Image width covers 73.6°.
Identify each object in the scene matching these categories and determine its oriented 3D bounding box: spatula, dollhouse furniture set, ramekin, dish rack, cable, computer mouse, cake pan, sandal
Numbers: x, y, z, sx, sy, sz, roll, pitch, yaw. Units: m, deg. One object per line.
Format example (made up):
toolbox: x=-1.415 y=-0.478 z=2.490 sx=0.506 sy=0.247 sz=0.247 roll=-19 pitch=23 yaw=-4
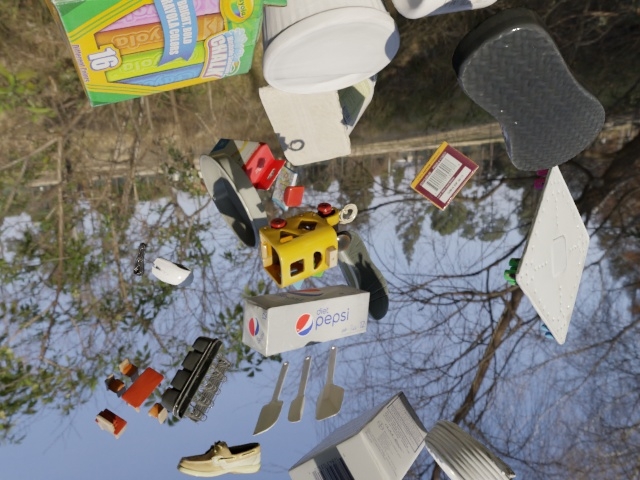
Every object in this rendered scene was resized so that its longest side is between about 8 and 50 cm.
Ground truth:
spatula: x=-0.031 y=0.290 z=0.856 sx=0.168 sy=0.019 sz=0.242 roll=-23 pitch=-170 yaw=11
dollhouse furniture set: x=-0.709 y=0.598 z=1.617 sx=0.261 sy=0.135 sz=0.259 roll=27 pitch=-135 yaw=9
ramekin: x=0.009 y=-0.402 z=0.830 sx=0.272 sy=0.127 sz=0.273 roll=-12 pitch=176 yaw=-1
dish rack: x=-0.313 y=0.390 z=1.161 sx=0.074 sy=0.272 sz=0.208 roll=17 pitch=-120 yaw=18
cable: x=0.351 y=0.531 z=0.973 sx=0.089 sy=0.257 sz=0.257 roll=-40 pitch=-147 yaw=-13
computer mouse: x=-0.487 y=0.088 z=1.327 sx=0.192 sy=0.106 sz=0.042 roll=21 pitch=-172 yaw=1
cake pan: x=-0.235 y=-0.112 z=1.181 sx=0.054 sy=0.293 sz=0.293 roll=-32 pitch=-154 yaw=-22
sandal: x=0.364 y=-0.250 z=0.730 sx=0.167 sy=0.107 sz=0.445 roll=-25 pitch=150 yaw=31

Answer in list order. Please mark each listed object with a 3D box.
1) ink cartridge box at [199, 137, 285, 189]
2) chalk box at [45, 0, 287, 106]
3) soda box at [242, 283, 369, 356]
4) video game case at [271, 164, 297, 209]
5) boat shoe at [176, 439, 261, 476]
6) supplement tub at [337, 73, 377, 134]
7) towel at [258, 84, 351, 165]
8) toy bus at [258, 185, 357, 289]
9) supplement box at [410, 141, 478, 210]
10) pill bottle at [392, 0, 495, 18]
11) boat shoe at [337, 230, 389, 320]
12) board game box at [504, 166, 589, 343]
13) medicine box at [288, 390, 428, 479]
ink cartridge box: x=-0.240 y=-0.238 z=1.329 sx=0.230 sy=0.078 sz=0.134 roll=11 pitch=-121 yaw=28
chalk box: x=-0.179 y=-0.318 z=0.526 sx=0.288 sy=0.180 sz=0.179 roll=-24 pitch=172 yaw=-22
soda box: x=-0.023 y=0.160 z=0.916 sx=0.286 sy=0.098 sz=0.091 roll=-3 pitch=-170 yaw=-42
video game case: x=-0.156 y=-0.229 z=1.832 sx=0.015 sy=0.166 sz=0.119 roll=-2 pitch=-151 yaw=-39
boat shoe: x=-0.156 y=0.340 z=0.674 sx=0.135 sy=0.045 sz=0.050 roll=15 pitch=167 yaw=-34
supplement tub: x=0.036 y=-0.476 z=1.430 sx=0.235 sy=0.235 sz=0.325 roll=9 pitch=-122 yaw=36
towel: x=-0.029 y=-0.308 z=1.117 sx=0.187 sy=0.049 sz=0.282 roll=-10 pitch=149 yaw=8
toy bus: x=-0.010 y=0.008 z=0.777 sx=0.191 sy=0.202 sz=0.104 roll=29 pitch=-171 yaw=-46
supplement box: x=0.246 y=-0.132 z=0.871 sx=0.080 sy=0.104 sz=0.188 roll=38 pitch=-165 yaw=5
pill bottle: x=0.237 y=-0.447 z=0.697 sx=0.229 sy=0.131 sz=0.131 roll=-18 pitch=-161 yaw=-19
boat shoe: x=0.134 y=0.124 z=1.477 sx=0.118 sy=0.321 sz=0.103 roll=-27 pitch=180 yaw=-29
board game box: x=0.678 y=0.045 z=1.260 sx=0.050 sy=0.390 sz=0.390 roll=2 pitch=147 yaw=49
medicine box: x=0.111 y=0.566 z=1.141 sx=0.263 sy=0.149 sz=0.289 roll=-41 pitch=161 yaw=26
